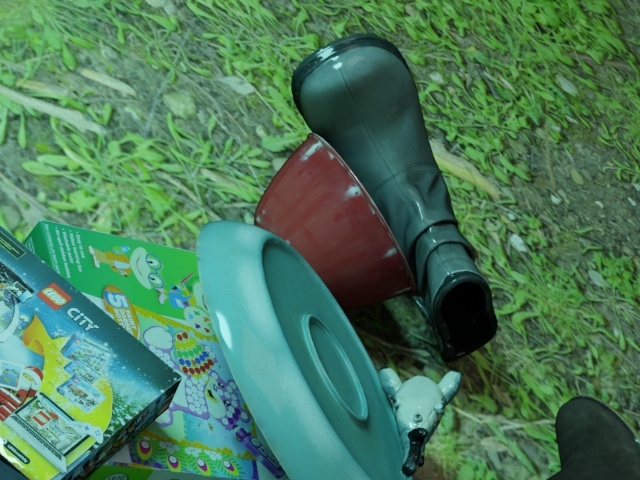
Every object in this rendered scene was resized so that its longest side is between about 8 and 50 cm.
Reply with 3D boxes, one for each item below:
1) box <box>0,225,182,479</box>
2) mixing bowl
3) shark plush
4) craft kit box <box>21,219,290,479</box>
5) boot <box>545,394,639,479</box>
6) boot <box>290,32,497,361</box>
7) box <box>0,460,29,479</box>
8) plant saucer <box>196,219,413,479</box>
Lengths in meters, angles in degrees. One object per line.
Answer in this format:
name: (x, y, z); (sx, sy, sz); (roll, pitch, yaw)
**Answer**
box: (-0.241, 0.082, 1.197); (0.233, 0.044, 0.159); (38, 43, 12)
mixing bowl: (0.000, 0.000, 1.530); (0.181, 0.098, 0.181); (55, -7, 10)
shark plush: (0.092, 0.164, 1.399); (0.073, 0.067, 0.161); (-1, 19, -4)
craft kit box: (-0.117, 0.111, 1.350); (0.246, 0.061, 0.250); (15, 41, -39)
boot: (0.233, 0.242, 1.526); (0.206, 0.090, 0.248); (15, 44, -39)
boot: (0.092, -0.036, 1.558); (0.223, 0.118, 0.338); (64, 6, 34)
box: (-0.231, 0.231, 1.047); (0.156, 0.093, 0.158); (36, 32, -9)
plant saucer: (-0.002, 0.114, 1.346); (0.318, 0.043, 0.317); (56, 12, -19)
